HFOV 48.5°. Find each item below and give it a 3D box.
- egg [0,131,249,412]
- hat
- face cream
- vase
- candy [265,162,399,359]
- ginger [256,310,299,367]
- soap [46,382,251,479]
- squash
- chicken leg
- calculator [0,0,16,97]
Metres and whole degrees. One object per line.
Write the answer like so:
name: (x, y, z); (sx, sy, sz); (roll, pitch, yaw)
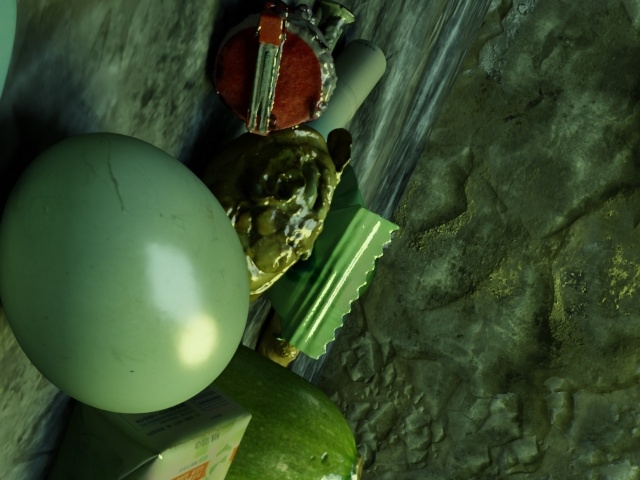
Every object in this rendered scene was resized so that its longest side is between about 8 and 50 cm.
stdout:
egg: (-0.149, 0.029, 0.548); (0.183, 0.182, 0.264); (-57, 160, -30)
hat: (-0.040, -0.218, 0.769); (0.227, 0.128, 0.140); (-78, 160, -52)
face cream: (0.016, -0.206, 1.059); (0.250, 0.077, 0.077); (-55, 167, -38)
vase: (-0.013, -0.228, 0.923); (0.167, 0.059, 0.059); (-64, 169, -3)
candy: (0.006, 0.003, 1.277); (0.263, 0.172, 0.398); (-55, -170, 15)
ginger: (-0.005, 0.145, 1.507); (0.166, 0.236, 0.376); (11, 99, -35)
soap: (-0.209, 0.267, 0.857); (0.199, 0.138, 0.182); (-2, 119, -63)
squash: (-0.095, 0.342, 1.130); (0.310, 0.308, 0.310); (24, 90, -88)
chicken leg: (-0.105, 0.031, 0.894); (0.429, 0.152, 0.201); (-63, 180, 42)
calculator: (-0.229, -0.059, 0.334); (0.303, 0.042, 0.188); (-67, 168, 18)
